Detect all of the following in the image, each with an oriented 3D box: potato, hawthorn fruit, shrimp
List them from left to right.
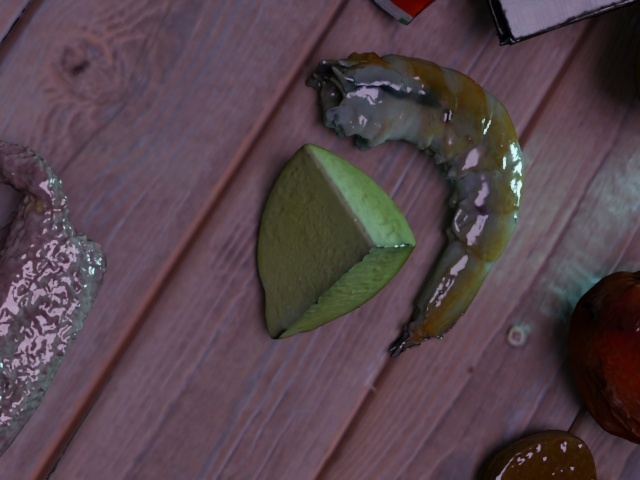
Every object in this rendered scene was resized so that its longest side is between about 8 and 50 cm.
[{"bbox_3d":[0.000,0.000,1.130,0.081,0.149,0.120,-1,55,-50],"label":"potato"},{"bbox_3d":[0.108,-0.052,1.181,0.185,0.068,0.287,-19,109,-16],"label":"shrimp"},{"bbox_3d":[0.318,0.113,1.213,0.173,0.173,0.179,0,130,-22],"label":"hawthorn fruit"}]

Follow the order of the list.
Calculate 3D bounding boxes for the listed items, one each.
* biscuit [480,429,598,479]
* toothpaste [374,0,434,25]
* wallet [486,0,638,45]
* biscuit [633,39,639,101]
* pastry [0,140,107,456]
[{"bbox_3d":[0.234,0.330,1.248,0.208,0.041,0.291,-13,98,-21],"label":"biscuit"},{"bbox_3d":[0.161,-0.314,1.193,0.301,0.048,0.075,-40,109,-14],"label":"toothpaste"},{"bbox_3d":[0.189,-0.351,1.155,0.169,0.044,0.317,-21,93,-13],"label":"wallet"},{"bbox_3d":[0.446,-0.248,1.234,0.381,0.074,0.359,-46,129,-20],"label":"biscuit"},{"bbox_3d":[-0.245,0.060,1.013,0.112,0.103,0.265,16,88,-29],"label":"pastry"}]
